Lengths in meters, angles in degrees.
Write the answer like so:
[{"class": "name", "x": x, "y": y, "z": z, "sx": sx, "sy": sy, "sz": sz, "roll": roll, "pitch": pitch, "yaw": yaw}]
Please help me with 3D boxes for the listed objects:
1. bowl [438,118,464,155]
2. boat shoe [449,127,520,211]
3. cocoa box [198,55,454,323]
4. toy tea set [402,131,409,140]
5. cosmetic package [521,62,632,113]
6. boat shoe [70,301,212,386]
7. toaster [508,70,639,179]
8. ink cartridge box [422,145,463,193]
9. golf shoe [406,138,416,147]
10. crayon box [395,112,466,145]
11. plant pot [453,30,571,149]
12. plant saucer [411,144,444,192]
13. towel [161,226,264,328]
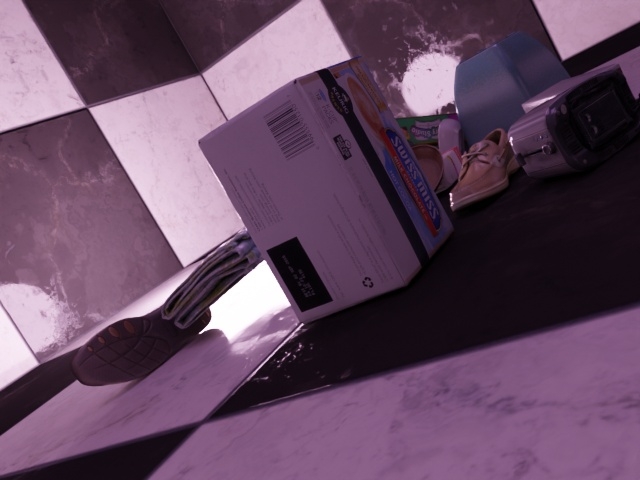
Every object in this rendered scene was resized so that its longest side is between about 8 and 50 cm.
[{"class": "bowl", "x": 0.367, "y": -0.266, "z": 1.861, "sx": 0.053, "sy": 0.141, "sz": 0.142, "roll": 2, "pitch": 19, "yaw": 22}, {"class": "boat shoe", "x": 0.319, "y": -0.145, "z": 1.323, "sx": 0.109, "sy": 0.098, "sz": 0.302, "roll": -23, "pitch": 10, "yaw": 40}, {"class": "cocoa box", "x": 0.018, "y": -0.085, "z": 1.101, "sx": 0.232, "sy": 0.347, "sz": 0.228, "roll": -24, "pitch": 8, "yaw": 37}, {"class": "toy tea set", "x": 0.183, "y": -0.238, "z": 2.084, "sx": 0.336, "sy": 0.199, "sz": 0.124, "roll": -19, "pitch": 3, "yaw": 29}, {"class": "cosmetic package", "x": 0.559, "y": -0.300, "z": 1.466, "sx": 0.127, "sy": 0.107, "sz": 0.238, "roll": -30, "pitch": 10, "yaw": -2}, {"class": "boat shoe", "x": -0.396, "y": 0.231, "z": 1.484, "sx": 0.130, "sy": 0.132, "sz": 0.355, "roll": -36, "pitch": -7, "yaw": 41}, {"class": "toaster", "x": 0.431, "y": -0.194, "z": 1.133, "sx": 0.227, "sy": 0.129, "sz": 0.146, "roll": -34, "pitch": 6, "yaw": -21}, {"class": "ink cartridge box", "x": 0.285, "y": -0.164, "z": 1.690, "sx": 0.115, "sy": 0.067, "sz": 0.198, "roll": -25, "pitch": 9, "yaw": 34}, {"class": "golf shoe", "x": 0.169, "y": -0.165, "z": 1.778, "sx": 0.120, "sy": 0.105, "sz": 0.273, "roll": -12, "pitch": -31, "yaw": -53}, {"class": "crayon box", "x": 0.289, "y": -0.358, "z": 2.353, "sx": 0.363, "sy": 0.106, "sz": 0.313, "roll": -10, "pitch": -1, "yaw": -26}, {"class": "plant pot", "x": 0.506, "y": -0.412, "z": 1.812, "sx": 0.247, "sy": 0.252, "sz": 0.248, "roll": -36, "pitch": 10, "yaw": -38}, {"class": "plant saucer", "x": 0.220, "y": -0.139, "z": 1.608, "sx": 0.199, "sy": 0.036, "sz": 0.198, "roll": -29, "pitch": 42, "yaw": 29}, {"class": "towel", "x": -0.173, "y": 0.019, "z": 1.506, "sx": 0.321, "sy": 0.090, "sz": 0.374, "roll": -39, "pitch": 6, "yaw": 34}]
